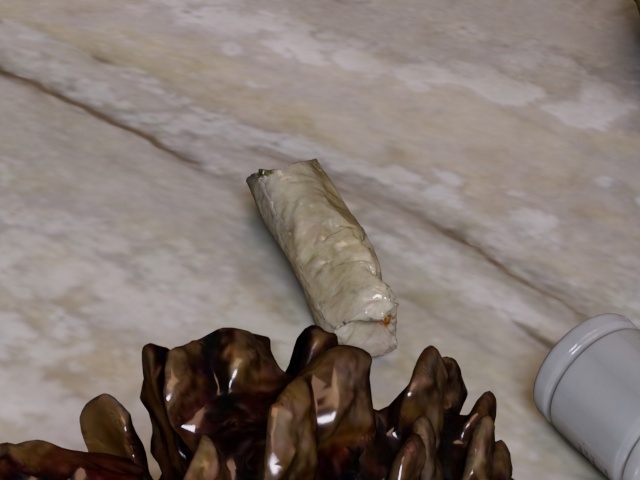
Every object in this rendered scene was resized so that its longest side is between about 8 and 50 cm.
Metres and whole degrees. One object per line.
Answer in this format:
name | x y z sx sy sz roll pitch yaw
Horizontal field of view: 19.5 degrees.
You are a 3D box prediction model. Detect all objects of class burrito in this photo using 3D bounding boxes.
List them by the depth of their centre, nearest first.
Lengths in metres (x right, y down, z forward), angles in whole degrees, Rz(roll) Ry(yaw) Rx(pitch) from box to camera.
burrito | 0.000 0.000 0.888 0.041 0.055 0.149 -27 43 -1

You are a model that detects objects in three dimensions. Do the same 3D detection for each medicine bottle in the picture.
medicine bottle | 0.141 0.079 0.801 0.058 0.058 0.091 -14 41 -32

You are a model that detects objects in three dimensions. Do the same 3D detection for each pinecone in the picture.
pinecone | -0.029 0.115 0.606 0.204 0.179 0.184 7 8 25

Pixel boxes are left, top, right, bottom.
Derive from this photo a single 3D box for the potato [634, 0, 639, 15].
potato | 0.278 -0.166 1.160 0.149 0.113 0.251 19 27 19
